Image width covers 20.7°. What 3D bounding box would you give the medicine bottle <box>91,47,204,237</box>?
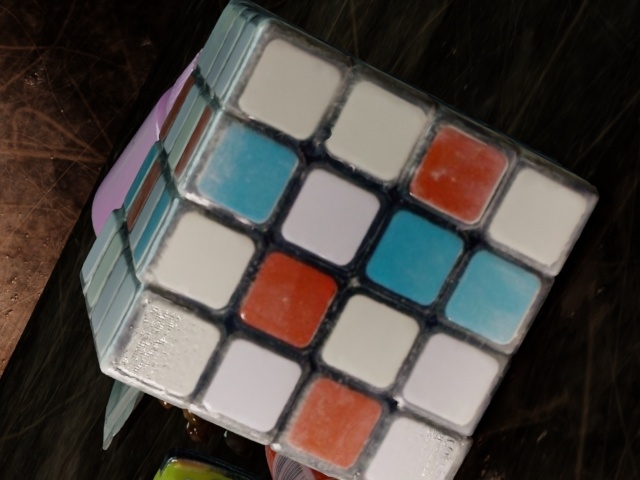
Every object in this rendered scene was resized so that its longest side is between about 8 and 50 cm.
[{"bbox_3d":[-0.131,-0.084,2.007,0.290,0.178,0.178,-48,21,46],"label":"medicine bottle"}]

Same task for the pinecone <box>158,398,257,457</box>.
[{"bbox_3d":[-0.060,0.095,1.499,0.195,0.150,0.179,126,157,-43],"label":"pinecone"}]

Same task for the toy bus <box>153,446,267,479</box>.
[{"bbox_3d":[-0.123,0.310,1.380,0.262,0.128,0.150,-59,15,22],"label":"toy bus"}]

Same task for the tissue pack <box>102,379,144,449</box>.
[{"bbox_3d":[-0.236,0.166,2.241,0.122,0.026,0.193,-54,17,31],"label":"tissue pack"}]

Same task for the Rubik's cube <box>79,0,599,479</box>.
[{"bbox_3d":[0.001,0.000,1.222,0.253,0.256,0.259,-62,13,5],"label":"Rubik's cube"}]

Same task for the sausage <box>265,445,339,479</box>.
[{"bbox_3d":[0.002,0.177,1.282,0.074,0.074,0.274,-62,14,6],"label":"sausage"}]
